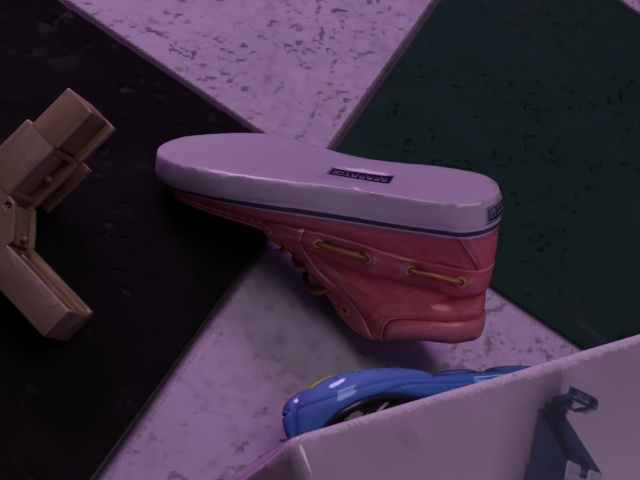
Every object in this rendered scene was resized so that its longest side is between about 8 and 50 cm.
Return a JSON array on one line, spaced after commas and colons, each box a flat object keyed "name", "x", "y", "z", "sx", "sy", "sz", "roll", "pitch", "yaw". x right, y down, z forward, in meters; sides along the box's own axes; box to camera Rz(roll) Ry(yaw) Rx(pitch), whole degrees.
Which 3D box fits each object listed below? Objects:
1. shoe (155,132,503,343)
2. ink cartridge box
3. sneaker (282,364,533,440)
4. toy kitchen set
[{"name": "shoe", "x": 0.000, "y": 0.000, "z": 0.755, "sx": 0.178, "sy": 0.081, "sz": 0.063, "roll": 10, "pitch": 25, "yaw": 16}, {"name": "ink cartridge box", "x": 0.132, "y": 0.176, "z": 0.624, "sx": 0.296, "sy": 0.066, "sz": 0.261, "roll": -11, "pitch": 73, "yaw": -39}, {"name": "sneaker", "x": 0.066, "y": 0.100, "z": 0.712, "sx": 0.188, "sy": 0.067, "sz": 0.078, "roll": 1, "pitch": 73, "yaw": -34}, {"name": "toy kitchen set", "x": -0.111, "y": -0.009, "z": 0.691, "sx": 0.075, "sy": 0.083, "sz": 0.068, "roll": 45, "pitch": 1, "yaw": 12}]
